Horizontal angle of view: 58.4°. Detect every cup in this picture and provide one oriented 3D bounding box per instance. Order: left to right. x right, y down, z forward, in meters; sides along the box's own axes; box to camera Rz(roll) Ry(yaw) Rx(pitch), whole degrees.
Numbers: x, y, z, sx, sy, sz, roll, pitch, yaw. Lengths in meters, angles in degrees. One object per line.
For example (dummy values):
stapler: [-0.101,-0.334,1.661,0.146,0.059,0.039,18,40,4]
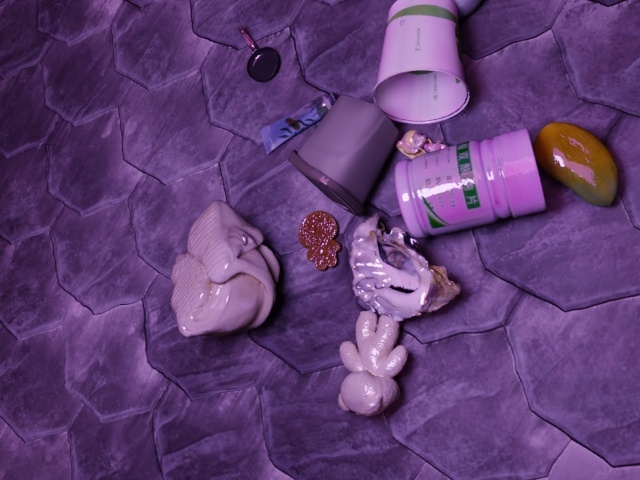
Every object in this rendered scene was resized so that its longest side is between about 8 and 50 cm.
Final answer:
cup: [0.264,-0.481,1.510,0.253,0.253,0.274,-4,70,22]

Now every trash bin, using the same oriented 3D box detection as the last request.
trash bin: [0.071,-0.236,1.547,0.219,0.219,0.250,29,85,39]

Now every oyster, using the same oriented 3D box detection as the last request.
oyster: [0.199,0.076,1.474,0.351,0.114,0.238,21,109,39]

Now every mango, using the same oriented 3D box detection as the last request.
mango: [0.622,-0.190,1.373,0.237,0.091,0.137,41,98,18]

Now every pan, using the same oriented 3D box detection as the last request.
pan: [-0.205,-0.597,1.828,0.114,0.040,0.212,-35,76,14]

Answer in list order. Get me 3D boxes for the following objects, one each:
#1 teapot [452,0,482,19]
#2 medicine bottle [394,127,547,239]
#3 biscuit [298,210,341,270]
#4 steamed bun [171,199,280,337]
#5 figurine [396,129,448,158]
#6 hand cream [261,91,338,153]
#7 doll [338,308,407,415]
teapot: [0.356,-0.701,1.555,0.294,0.129,0.193,-10,82,20]
medicine bottle: [0.365,-0.135,1.405,0.325,0.212,0.212,-13,75,21]
biscuit: [0.000,0.000,1.636,0.124,0.026,0.175,-20,73,20]
steamed bun: [-0.252,0.110,1.601,0.342,0.255,0.368,-51,35,26]
figurine: [0.292,-0.239,1.541,0.187,0.083,0.083,22,89,13]
hand cream: [-0.065,-0.358,1.720,0.271,0.058,0.091,-26,68,22]
doll: [0.145,0.314,1.477,0.175,0.149,0.278,-26,47,60]
